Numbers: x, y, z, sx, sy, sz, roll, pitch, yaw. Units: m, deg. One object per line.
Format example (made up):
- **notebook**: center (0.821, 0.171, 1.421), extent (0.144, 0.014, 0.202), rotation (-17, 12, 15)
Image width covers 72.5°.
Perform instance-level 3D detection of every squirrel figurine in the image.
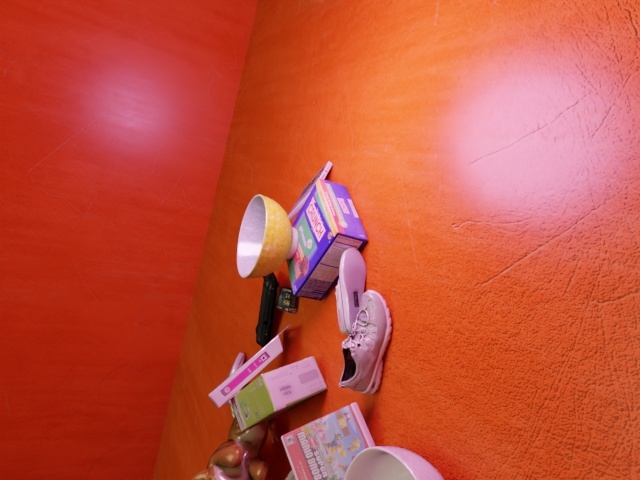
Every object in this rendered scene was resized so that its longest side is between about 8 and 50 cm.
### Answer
- **squirrel figurine**: center (-0.311, 0.791, 1.584), extent (0.397, 0.281, 0.370), rotation (126, 163, -53)

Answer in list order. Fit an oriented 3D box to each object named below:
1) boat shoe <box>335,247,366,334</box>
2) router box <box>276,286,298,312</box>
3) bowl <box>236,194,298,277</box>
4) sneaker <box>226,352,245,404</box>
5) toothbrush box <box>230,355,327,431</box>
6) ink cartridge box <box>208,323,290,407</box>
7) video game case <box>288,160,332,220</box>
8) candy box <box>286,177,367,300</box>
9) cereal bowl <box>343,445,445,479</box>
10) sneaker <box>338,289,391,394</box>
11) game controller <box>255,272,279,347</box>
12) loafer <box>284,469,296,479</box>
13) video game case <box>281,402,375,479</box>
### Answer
- **boat shoe**: center (0.080, 0.153, 1.308), extent (0.084, 0.095, 0.258), rotation (-22, 60, 53)
- **router box**: center (-0.128, 0.232, 1.719), extent (0.122, 0.038, 0.092), rotation (-1, 80, 61)
- **bowl**: center (-0.169, -0.001, 1.497), extent (0.289, 0.156, 0.289), rotation (-37, 47, 54)
- **sneaker**: center (-0.375, 0.634, 1.988), extent (0.258, 0.091, 0.094), rotation (-78, 14, -47)
- **toothbrush box**: center (-0.144, 0.511, 1.452), extent (0.283, 0.206, 0.122), rotation (-45, 62, 44)
- **ink cartridge box**: center (-0.244, 0.457, 1.596), extent (0.069, 0.371, 0.175), rotation (47, 157, 5)
- **video game case**: center (-0.041, -0.183, 1.634), extent (0.201, 0.023, 0.183), rotation (-42, 16, 49)
- **candy box**: center (0.000, 0.000, 1.477), extent (0.317, 0.122, 0.268), rotation (-56, 34, 34)
- **cereal bowl**: center (0.184, 0.610, 0.911), extent (0.339, 0.141, 0.338), rotation (-28, 58, 55)
- **sneaker**: center (0.115, 0.273, 1.179), extent (0.105, 0.115, 0.281), rotation (-8, 74, 60)
- **game controller**: center (-0.225, 0.285, 1.831), extent (0.166, 0.067, 0.319), rotation (-116, 35, -71)
- **loafer**: center (0.002, 0.658, 1.280), extent (0.111, 0.112, 0.319), rotation (43, 118, 36)
- **video game case**: center (0.028, 0.585, 1.179), extent (0.285, 0.025, 0.204), rotation (-37, 66, 29)
